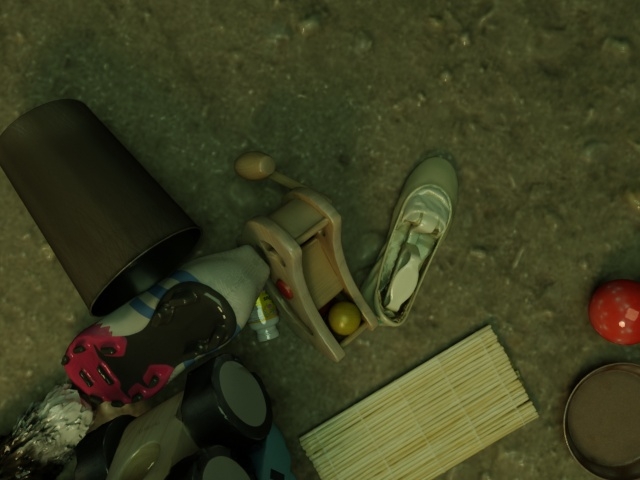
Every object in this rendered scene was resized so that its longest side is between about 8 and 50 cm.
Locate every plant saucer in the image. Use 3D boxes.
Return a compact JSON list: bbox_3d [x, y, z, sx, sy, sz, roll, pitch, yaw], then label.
[{"bbox_3d":[0.419,0.253,0.883,0.169,0.029,0.168,0,90,-4],"label":"plant saucer"}]

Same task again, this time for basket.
[{"bbox_3d":[-0.280,-0.046,0.775,0.154,0.204,0.227,-33,82,-40],"label":"basket"}]

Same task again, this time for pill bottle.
[{"bbox_3d":[-0.081,0.092,0.843,0.043,0.043,0.083,-16,92,-3],"label":"pill bottle"}]

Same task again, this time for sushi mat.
[{"bbox_3d":[0.140,0.258,0.871,0.317,0.019,0.151,-30,91,-3],"label":"sushi mat"}]

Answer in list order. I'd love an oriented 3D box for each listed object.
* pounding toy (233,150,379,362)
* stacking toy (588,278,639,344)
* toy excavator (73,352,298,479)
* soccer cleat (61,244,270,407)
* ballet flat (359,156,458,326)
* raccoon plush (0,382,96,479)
[{"bbox_3d":[0.000,0.000,0.778,0.155,0.154,0.269,-38,108,-23],"label":"pounding toy"},{"bbox_3d":[0.532,0.083,0.841,0.331,0.141,0.141,-7,91,0],"label":"stacking toy"},{"bbox_3d":[-0.067,0.412,0.661,0.222,0.433,0.445,-34,114,16],"label":"toy excavator"},{"bbox_3d":[-0.188,0.108,0.778,0.331,0.143,0.116,-28,104,35],"label":"soccer cleat"},{"bbox_3d":[0.127,0.003,0.837,0.086,0.086,0.248,22,89,-3],"label":"ballet flat"},{"bbox_3d":[-0.494,0.334,0.694,0.216,0.299,0.446,39,88,-3],"label":"raccoon plush"}]
